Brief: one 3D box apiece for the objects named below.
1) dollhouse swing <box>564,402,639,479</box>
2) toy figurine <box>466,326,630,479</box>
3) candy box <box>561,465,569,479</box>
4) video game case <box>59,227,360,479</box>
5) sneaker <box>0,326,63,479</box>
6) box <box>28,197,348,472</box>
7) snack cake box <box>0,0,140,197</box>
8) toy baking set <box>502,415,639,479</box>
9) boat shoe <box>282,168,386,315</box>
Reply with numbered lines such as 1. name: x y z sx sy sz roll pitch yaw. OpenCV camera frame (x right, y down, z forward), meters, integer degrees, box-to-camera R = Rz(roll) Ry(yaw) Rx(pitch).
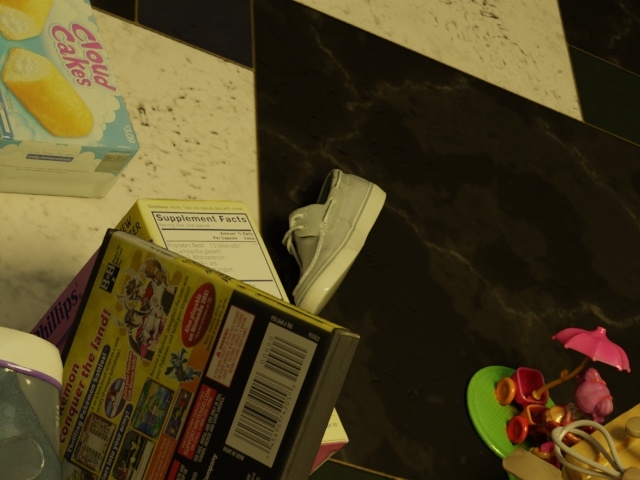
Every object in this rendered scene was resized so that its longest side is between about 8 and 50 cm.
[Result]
1. dollhouse swing: 0.345 0.380 1.596 0.347 0.305 0.315 37 -15 41
2. toy figurine: 0.252 0.164 1.760 0.130 0.159 0.173 12 49 -31
3. candy box: 0.306 0.247 1.777 0.027 0.105 0.206 31 31 33
4. video game case: -0.117 0.156 1.313 0.248 0.274 0.035 22 4 36
5. sneaker: -0.357 0.174 1.282 0.323 0.130 0.236 8 66 -10
6. box: -0.120 0.123 1.450 0.117 0.213 0.243 1 55 -41
7. snack cake box: -0.292 -0.173 1.675 0.152 0.089 0.264 2 54 -37
8. toy baking set: 0.308 0.221 1.570 0.256 0.030 0.196 -13 36 -9
9. boat shoe: 0.001 -0.001 1.778 0.081 0.079 0.227 30 35 -1
